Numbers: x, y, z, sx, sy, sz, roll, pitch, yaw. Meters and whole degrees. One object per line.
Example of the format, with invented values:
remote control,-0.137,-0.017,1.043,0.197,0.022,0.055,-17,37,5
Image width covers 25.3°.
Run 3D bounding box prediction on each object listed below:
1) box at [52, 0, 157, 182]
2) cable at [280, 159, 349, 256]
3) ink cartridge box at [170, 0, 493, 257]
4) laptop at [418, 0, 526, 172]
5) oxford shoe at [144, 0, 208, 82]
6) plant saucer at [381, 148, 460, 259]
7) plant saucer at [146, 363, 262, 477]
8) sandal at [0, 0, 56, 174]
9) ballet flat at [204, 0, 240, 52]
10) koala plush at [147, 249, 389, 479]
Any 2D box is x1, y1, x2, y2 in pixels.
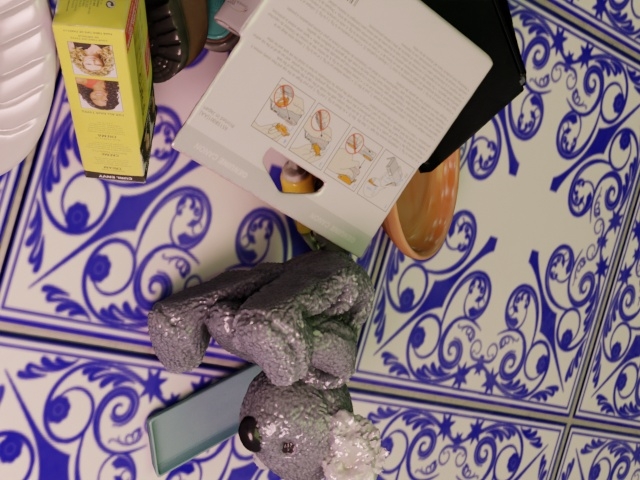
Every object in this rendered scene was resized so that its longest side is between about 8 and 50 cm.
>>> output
box,-0.171,-0.140,1.159,0.232,0.058,0.087,94,1,-62
cable,0.000,0.000,1.515,0.139,0.072,0.287,-46,147,-52
ink cartridge box,0.007,-0.142,1.348,0.275,0.060,0.239,31,96,-41
laptop,0.121,-0.251,1.512,0.264,0.136,0.234,-94,161,-49
oxford shoe,-0.145,-0.261,1.251,0.096,0.082,0.227,-41,132,-57
plant saucer,0.103,-0.079,1.554,0.200,0.037,0.200,4,90,-65
plant saucer,-0.103,0.173,1.467,0.192,0.018,0.067,-24,119,-39
sandal,-0.291,-0.235,1.063,0.102,0.169,0.416,-87,171,-57
ballet flat,-0.075,-0.280,1.327,0.068,0.072,0.213,-3,108,-75
koala plush,-0.024,0.138,1.389,0.203,0.196,0.221,-25,107,-42
